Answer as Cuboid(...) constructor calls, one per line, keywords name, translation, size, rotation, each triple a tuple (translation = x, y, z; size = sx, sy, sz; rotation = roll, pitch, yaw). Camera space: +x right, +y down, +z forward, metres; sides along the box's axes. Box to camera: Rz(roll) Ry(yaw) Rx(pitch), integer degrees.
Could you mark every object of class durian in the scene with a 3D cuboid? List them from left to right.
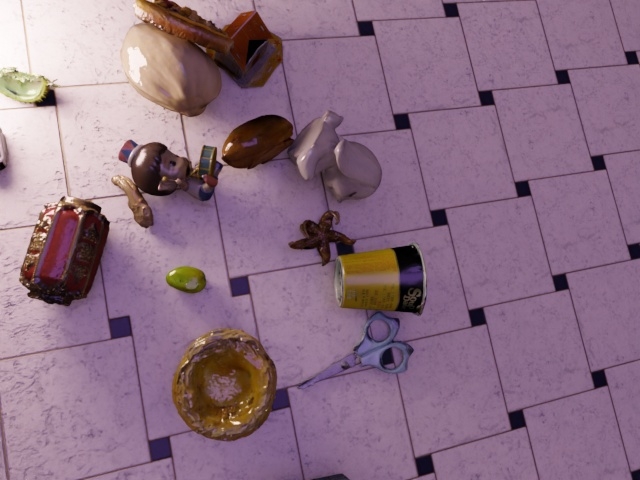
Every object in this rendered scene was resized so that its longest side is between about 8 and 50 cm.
Cuboid(name="durian", translation=(-0.786, -0.417, 1.483), size=(0.216, 0.100, 0.086), rotation=(8, 81, -6))

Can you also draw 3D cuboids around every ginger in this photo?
Cuboid(name="ginger", translation=(-0.504, -0.112, 1.518), size=(0.051, 0.069, 0.173), rotation=(-27, 85, -36))

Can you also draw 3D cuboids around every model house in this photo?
Cuboid(name="model house", translation=(-0.207, -0.589, 1.650), size=(0.207, 0.136, 0.219), rotation=(38, 73, -4))

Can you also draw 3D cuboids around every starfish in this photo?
Cuboid(name="starfish", translation=(-0.001, 0.000, 1.626), size=(0.190, 0.074, 0.146), rotation=(-23, 85, -18))

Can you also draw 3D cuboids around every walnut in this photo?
Cuboid(name="walnut", translation=(-0.178, -0.285, 1.602), size=(0.245, 0.137, 0.137), rotation=(-38, 91, -25))

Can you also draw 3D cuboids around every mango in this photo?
Cuboid(name="mango", translation=(-0.364, 0.106, 1.519), size=(0.108, 0.056, 0.073), rotation=(5, 73, -11))

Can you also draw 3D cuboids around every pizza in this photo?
Cuboid(name="pizza", translation=(-0.338, -0.582, 1.529), size=(0.251, 0.287, 0.074), rotation=(30, 113, 6))

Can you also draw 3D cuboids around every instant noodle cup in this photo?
Cuboid(name="instant noodle cup", translation=(0.165, 0.115, 1.594), size=(0.236, 0.215, 0.215), rotation=(-3, 80, -7))

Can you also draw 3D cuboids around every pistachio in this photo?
Cuboid(name="pistachio", translation=(-0.421, -0.479, 1.541), size=(0.332, 0.207, 0.226), rotation=(37, 63, 12))

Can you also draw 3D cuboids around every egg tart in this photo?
Cuboid(name="egg tart", translation=(-0.250, 0.374, 1.468), size=(0.288, 0.118, 0.288), rotation=(2, 80, -12))

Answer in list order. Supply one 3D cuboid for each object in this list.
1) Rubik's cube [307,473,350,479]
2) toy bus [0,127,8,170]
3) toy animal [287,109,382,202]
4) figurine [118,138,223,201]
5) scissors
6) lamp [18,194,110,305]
Cuboid(name="Rubik's cube", translation=(-0.003, 0.746, 1.402), size=(0.237, 0.237, 0.238), rotation=(-2, 81, -16))
Cuboid(name="toy bus", translation=(-0.856, -0.238, 1.453), size=(0.075, 0.060, 0.122), rotation=(-12, 81, -20))
Cuboid(name="toy animal", translation=(0.063, -0.225, 1.614), size=(0.265, 0.271, 0.206), rotation=(33, 98, -20))
Cuboid(name="figurine", translation=(-0.406, -0.195, 1.511), size=(0.276, 0.161, 0.158), rotation=(7, 116, -8))
Cuboid(name="scissors", translation=(0.096, 0.344, 1.610), size=(0.360, 0.029, 0.191), rotation=(-23, 87, -18))
Cuboid(name="lamp", translation=(-0.639, 0.027, 1.408), size=(0.177, 0.177, 0.273), rotation=(15, 74, -12))
